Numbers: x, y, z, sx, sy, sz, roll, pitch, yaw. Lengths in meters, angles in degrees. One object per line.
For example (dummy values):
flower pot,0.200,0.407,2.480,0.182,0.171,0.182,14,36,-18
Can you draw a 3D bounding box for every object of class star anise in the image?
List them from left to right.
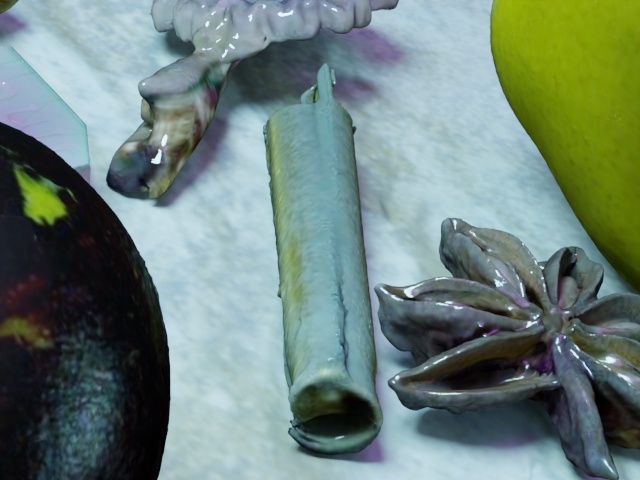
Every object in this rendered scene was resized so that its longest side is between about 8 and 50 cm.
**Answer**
star anise,0.134,0.059,1.151,0.212,0.073,0.197,21,38,2

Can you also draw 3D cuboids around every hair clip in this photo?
hair clip,-0.061,-0.133,1.314,0.173,0.069,0.300,8,34,21

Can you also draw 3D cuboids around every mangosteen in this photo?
mangosteen,-0.202,0.072,0.850,0.288,0.288,0.288,11,36,-8

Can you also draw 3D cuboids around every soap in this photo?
soap,-0.198,-0.054,1.183,0.100,0.056,0.149,-17,47,-34

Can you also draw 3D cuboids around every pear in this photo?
pear,0.270,-0.093,1.164,0.386,0.340,0.191,21,22,25

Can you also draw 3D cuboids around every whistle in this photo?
whistle,0.001,0.000,1.181,0.057,0.068,0.326,21,34,-18

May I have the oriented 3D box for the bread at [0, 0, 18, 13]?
bread,-0.304,-0.153,1.253,0.128,0.088,0.232,36,32,10
